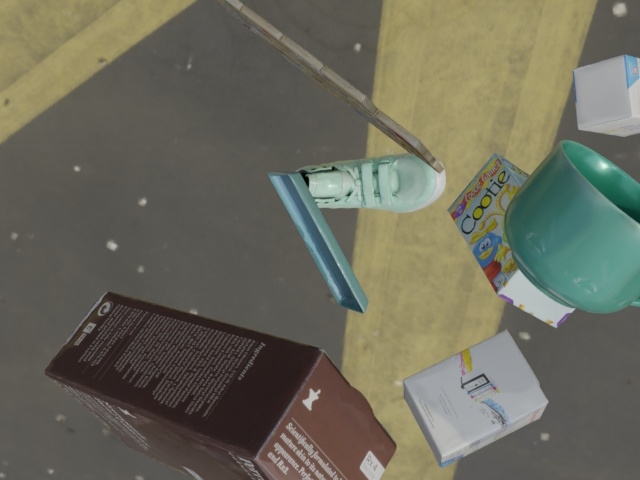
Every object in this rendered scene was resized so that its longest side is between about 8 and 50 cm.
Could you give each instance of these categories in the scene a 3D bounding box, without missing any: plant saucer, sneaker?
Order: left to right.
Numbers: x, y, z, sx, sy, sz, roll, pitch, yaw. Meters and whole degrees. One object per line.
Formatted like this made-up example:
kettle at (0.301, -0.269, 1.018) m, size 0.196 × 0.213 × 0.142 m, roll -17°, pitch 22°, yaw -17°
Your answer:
plant saucer at (0.000, 0.000, 1.033) m, size 0.192 × 0.018 × 0.067 m, roll 62°, pitch 160°, yaw -17°
sneaker at (0.063, -0.082, 1.376) m, size 0.256 × 0.151 × 0.094 m, roll -3°, pitch 95°, yaw 44°

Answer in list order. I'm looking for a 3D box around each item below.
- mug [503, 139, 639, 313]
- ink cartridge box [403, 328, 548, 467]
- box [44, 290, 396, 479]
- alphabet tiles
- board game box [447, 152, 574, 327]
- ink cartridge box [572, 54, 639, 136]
mug at (0.224, 0.005, 0.711) m, size 0.158 × 0.129 × 0.097 m, roll 47°, pitch 117°, yaw 19°
ink cartridge box at (0.304, 0.317, 1.749) m, size 0.233 × 0.168 × 0.171 m, roll -25°, pitch 157°, yaw -4°
box at (-0.123, 0.192, 1.014) m, size 0.381 × 0.143 × 0.191 m, roll 7°, pitch 143°, yaw 42°
alphabet tiles at (-0.001, -0.196, 1.044) m, size 0.342 × 0.285 × 0.011 m, roll 39°, pitch 96°, yaw 16°
board game box at (0.349, -0.006, 1.505) m, size 0.144 × 0.275 × 0.142 m, roll 28°, pitch 113°, yaw -25°
ink cartridge box at (0.451, -0.209, 1.289) m, size 0.143 × 0.092 × 0.090 m, roll -1°, pitch 174°, yaw -40°
